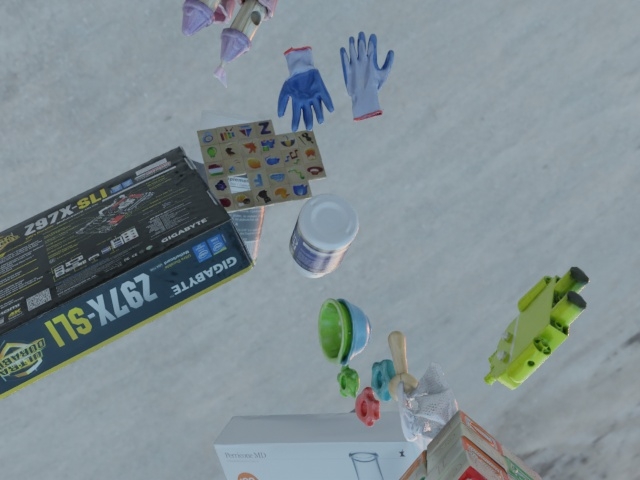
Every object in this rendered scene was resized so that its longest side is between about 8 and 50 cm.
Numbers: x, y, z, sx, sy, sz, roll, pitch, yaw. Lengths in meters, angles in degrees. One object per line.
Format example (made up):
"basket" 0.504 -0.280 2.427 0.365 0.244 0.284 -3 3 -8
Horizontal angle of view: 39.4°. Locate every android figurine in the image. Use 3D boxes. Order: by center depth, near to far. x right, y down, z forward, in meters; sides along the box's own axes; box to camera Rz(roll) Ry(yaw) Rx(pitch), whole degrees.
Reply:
"android figurine" 0.397 0.171 1.675 0.273 0.056 0.248 -54 -176 37

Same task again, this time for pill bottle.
"pill bottle" 0.000 0.000 1.436 0.094 0.094 0.169 -25 163 -19
"pill bottle" -0.227 -0.121 2.150 0.204 0.204 0.360 -2 107 -49

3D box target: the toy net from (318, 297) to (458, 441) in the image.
"toy net" 0.056 0.145 0.874 0.045 0.232 0.122 2 106 -24

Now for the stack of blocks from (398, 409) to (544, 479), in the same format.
"stack of blocks" 0.134 0.226 0.579 0.087 0.171 0.297 -51 176 5

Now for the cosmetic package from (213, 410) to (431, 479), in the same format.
"cosmetic package" 0.030 0.443 1.567 0.378 0.284 0.097 -7 -160 26

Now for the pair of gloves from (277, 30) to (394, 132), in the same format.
"pair of gloves" 0.023 -0.253 1.418 0.198 0.159 0.023 -11 159 14

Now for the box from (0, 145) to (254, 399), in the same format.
"box" -0.267 0.024 1.071 0.322 0.257 0.079 -28 120 -9

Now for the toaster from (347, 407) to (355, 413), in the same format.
"toaster" 0.074 0.442 1.800 0.110 0.186 0.168 -35 154 -22

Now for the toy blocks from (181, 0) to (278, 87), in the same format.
"toy blocks" -0.153 -0.431 1.401 0.288 0.309 0.260 49 61 -44

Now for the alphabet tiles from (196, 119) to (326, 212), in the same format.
"alphabet tiles" -0.115 -0.158 1.813 0.237 0.198 0.009 -10 155 -12
